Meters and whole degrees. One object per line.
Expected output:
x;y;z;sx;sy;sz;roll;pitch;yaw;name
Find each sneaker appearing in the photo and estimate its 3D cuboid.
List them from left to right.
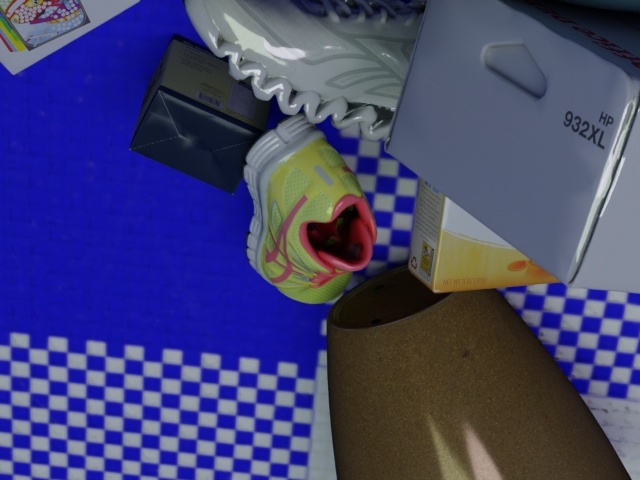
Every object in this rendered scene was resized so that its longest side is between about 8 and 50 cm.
0.000;0.000;1.405;0.081;0.094;0.208;-40;154;-13;sneaker
0.041;-0.129;1.351;0.292;0.110;0.118;25;116;-23;sneaker

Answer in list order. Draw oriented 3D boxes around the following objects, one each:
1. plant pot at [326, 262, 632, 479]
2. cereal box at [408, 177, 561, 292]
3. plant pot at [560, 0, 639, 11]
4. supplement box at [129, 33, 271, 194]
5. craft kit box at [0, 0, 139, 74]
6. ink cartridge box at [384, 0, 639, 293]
0.104;0.149;1.480;0.237;0.237;0.254;-17;107;16;plant pot
0.157;-0.086;1.325;0.173;0.047;0.240;-5;115;-24;cereal box
0.193;-0.253;1.158;0.255;0.272;0.272;21;125;-26;plant pot
-0.084;-0.091;1.393;0.083;0.083;0.056;24;123;-11;supplement box
-0.088;-0.236;1.192;0.246;0.250;0.061;-24;121;21;craft kit box
0.230;-0.056;1.209;0.307;0.223;0.129;6;110;-32;ink cartridge box
